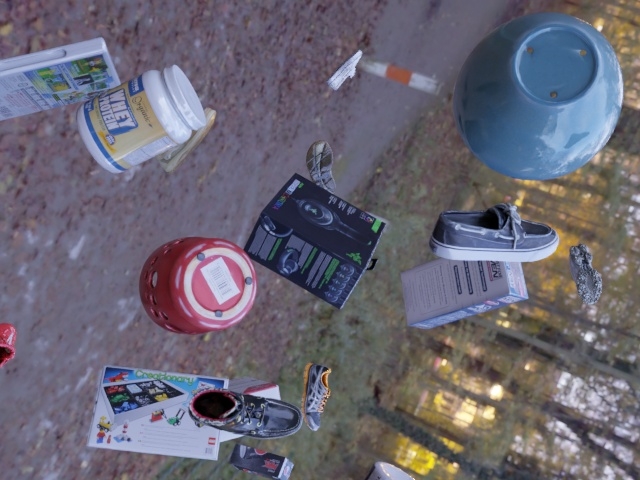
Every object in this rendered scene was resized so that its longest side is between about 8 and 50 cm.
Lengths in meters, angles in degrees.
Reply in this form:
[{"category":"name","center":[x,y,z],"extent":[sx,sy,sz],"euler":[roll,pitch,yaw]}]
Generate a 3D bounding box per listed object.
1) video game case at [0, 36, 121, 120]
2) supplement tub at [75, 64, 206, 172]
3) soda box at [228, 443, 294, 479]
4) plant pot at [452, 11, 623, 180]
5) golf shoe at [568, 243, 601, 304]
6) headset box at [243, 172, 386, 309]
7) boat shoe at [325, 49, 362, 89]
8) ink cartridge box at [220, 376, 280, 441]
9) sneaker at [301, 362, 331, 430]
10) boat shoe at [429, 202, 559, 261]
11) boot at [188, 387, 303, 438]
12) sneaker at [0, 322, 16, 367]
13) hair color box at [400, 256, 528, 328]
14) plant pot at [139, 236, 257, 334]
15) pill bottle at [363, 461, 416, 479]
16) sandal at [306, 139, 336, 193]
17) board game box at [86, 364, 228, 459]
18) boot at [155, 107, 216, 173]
[{"category":"video game case","center":[-0.598,-0.344,1.511],"extent":[0.329,0.300,0.036],"euler":[167,-93,-79]},{"category":"supplement tub","center":[-0.328,-0.225,1.282],"extent":[0.200,0.144,0.144],"euler":[-25,168,7]},{"category":"soda box","center":[-0.159,0.596,1.857],"extent":[0.053,0.169,0.060],"euler":[55,48,-47]},{"category":"plant pot","center":[0.373,-0.260,1.161],"extent":[0.195,0.290,0.290],"euler":[35,77,-80]},{"category":"golf shoe","center":[0.735,0.101,1.938],"extent":[0.086,0.069,0.176],"euler":[74,12,-66]},{"category":"headset box","center":[0.000,0.000,1.641],"extent":[0.131,0.283,0.246],"euler":[-61,178,32]},{"category":"boat shoe","center":[0.057,-0.363,1.486],"extent":[0.100,0.035,0.035],"euler":[-47,-159,-1]},{"category":"ink cartridge box","center":[-0.245,0.464,1.937],"extent":[0.273,0.197,0.114],"euler":[169,-88,-66]},{"category":"sneaker","center":[-0.010,0.504,2.245],"extent":[0.084,0.083,0.214],"euler":[30,58,-68]},{"category":"boat shoe","center":[0.378,-0.027,1.467],"extent":[0.113,0.307,0.104],"euler":[-112,-152,-55]},{"category":"boot","center":[-0.146,0.341,1.365],"extent":[0.178,0.237,0.085],"euler":[112,-14,-72]},{"category":"sneaker","center":[-0.827,0.288,1.769],"extent":[0.279,0.119,0.107],"euler":[-93,166,-72]},{"category":"hair color box","center":[0.403,0.128,1.993],"extent":[0.105,0.347,0.173],"euler":[16,60,-43]},{"category":"plant pot","center":[-0.227,0.085,1.307],"extent":[0.174,0.191,0.191],"euler":[-7,-128,61]},{"category":"pill bottle","center":[0.089,0.535,1.246],"extent":[0.245,0.130,0.130],"euler":[-58,166,0]},{"category":"sandal","center":[0.000,-0.193,1.848],"extent":[0.049,0.072,0.180],"euler":[-111,-175,-46]},{"category":"board game box","center":[-0.386,0.414,1.672],"extent":[0.053,0.306,0.192],"euler":[102,-5,-69]},{"category":"boot","center":[-0.460,-0.356,2.125],"extent":[0.262,0.203,0.095],"euler":[-43,-172,30]}]
